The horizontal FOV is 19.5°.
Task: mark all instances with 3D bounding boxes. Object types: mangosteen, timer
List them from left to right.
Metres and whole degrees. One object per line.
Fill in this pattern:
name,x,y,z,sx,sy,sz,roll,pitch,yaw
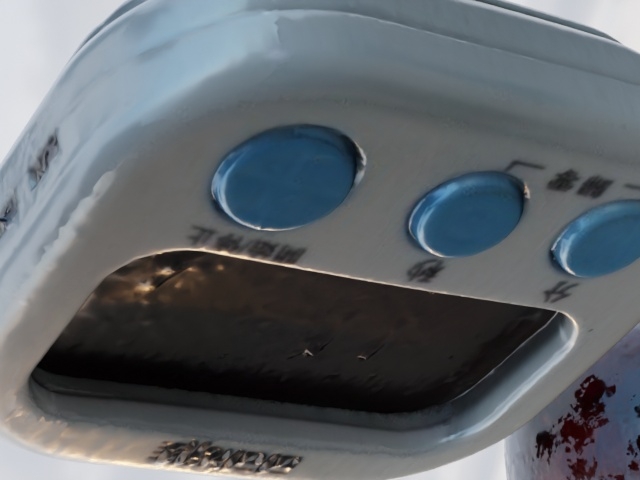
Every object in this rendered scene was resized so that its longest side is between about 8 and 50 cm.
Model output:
timer,0.000,0.000,0.687,0.237,0.262,0.087,-48,44,40
mangosteen,0.239,0.156,1.143,0.235,0.235,0.261,-24,-84,-65
